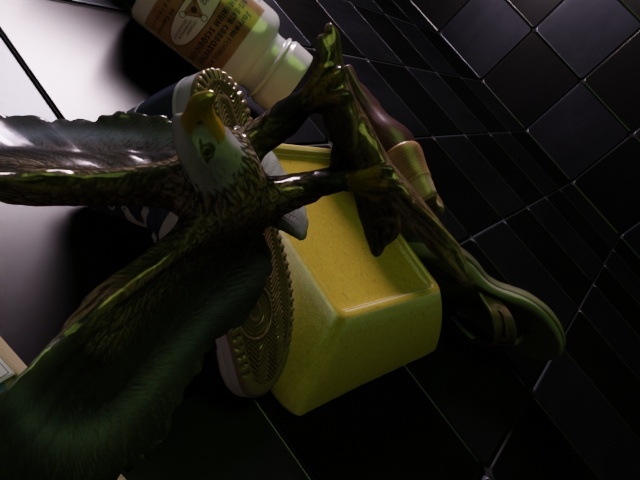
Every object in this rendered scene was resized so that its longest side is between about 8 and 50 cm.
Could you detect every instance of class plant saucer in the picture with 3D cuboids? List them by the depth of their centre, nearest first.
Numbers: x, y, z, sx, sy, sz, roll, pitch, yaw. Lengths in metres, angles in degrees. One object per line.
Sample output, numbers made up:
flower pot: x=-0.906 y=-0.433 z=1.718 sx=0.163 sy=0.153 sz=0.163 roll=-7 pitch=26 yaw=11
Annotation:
plant saucer: x=0.000 y=0.000 z=0.747 sx=0.332 sy=0.081 sz=0.333 roll=-5 pitch=57 yaw=-56

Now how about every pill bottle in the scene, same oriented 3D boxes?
pill bottle: x=-0.130 y=-0.287 z=0.886 sx=0.229 sy=0.131 sz=0.131 roll=36 pitch=30 yaw=-18

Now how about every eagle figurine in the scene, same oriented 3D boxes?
eagle figurine: x=-0.092 y=-0.017 z=0.391 sx=0.226 sy=0.298 sz=0.225 roll=48 pitch=-20 yaw=44

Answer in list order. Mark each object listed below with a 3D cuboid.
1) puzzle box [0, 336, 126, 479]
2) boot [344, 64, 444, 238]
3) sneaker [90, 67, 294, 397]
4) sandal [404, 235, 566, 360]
puzzle box: x=-0.170 y=0.211 z=0.279 sx=0.409 sy=0.052 sz=0.272 roll=47 pitch=29 yaw=2
boot: x=0.085 y=-0.110 z=0.886 sx=0.207 sy=0.090 sz=0.248 roll=59 pitch=-5 yaw=14
sneaker: x=-0.122 y=0.003 z=0.583 sx=0.099 sy=0.153 sz=0.282 roll=-14 pitch=94 yaw=-61
sandal: x=0.217 y=0.100 z=0.903 sx=0.302 sy=0.120 sz=0.086 roll=32 pitch=59 yaw=-20
